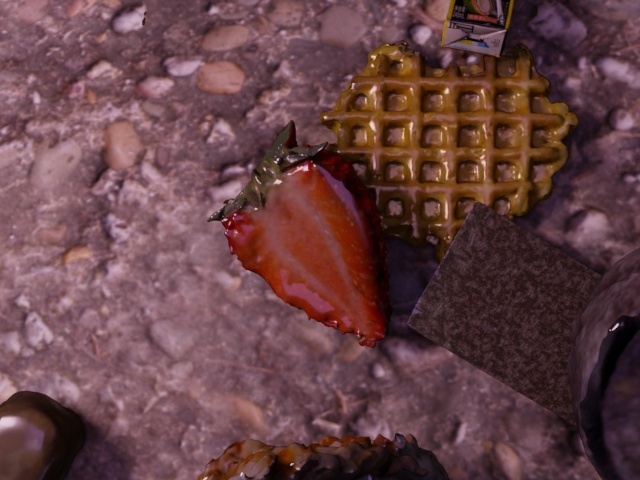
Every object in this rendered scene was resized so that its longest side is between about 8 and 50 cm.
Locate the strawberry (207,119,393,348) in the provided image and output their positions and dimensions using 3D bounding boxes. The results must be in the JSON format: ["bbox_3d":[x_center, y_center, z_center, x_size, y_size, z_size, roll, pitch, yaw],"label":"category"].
[{"bbox_3d":[0.013,-0.007,0.926,0.228,0.098,0.174,40,111,4],"label":"strawberry"}]

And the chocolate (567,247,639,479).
[{"bbox_3d":[0.369,0.098,0.814,0.303,0.213,0.303,-1,113,-1],"label":"chocolate"}]

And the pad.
[{"bbox_3d":[0.230,0.082,0.922,0.235,0.003,0.158,30,85,-2],"label":"pad"}]

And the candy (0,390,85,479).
[{"bbox_3d":[-0.356,0.278,0.927,0.102,0.104,0.234,30,86,5],"label":"candy"}]

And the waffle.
[{"bbox_3d":[0.141,-0.120,0.965,0.291,0.051,0.291,-1,83,4],"label":"waffle"}]

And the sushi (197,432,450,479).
[{"bbox_3d":[0.038,0.366,0.750,0.418,0.176,0.417,13,60,-23],"label":"sushi"}]

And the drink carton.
[{"bbox_3d":[0.187,-0.292,0.963,0.071,0.056,0.165,12,65,5],"label":"drink carton"}]
